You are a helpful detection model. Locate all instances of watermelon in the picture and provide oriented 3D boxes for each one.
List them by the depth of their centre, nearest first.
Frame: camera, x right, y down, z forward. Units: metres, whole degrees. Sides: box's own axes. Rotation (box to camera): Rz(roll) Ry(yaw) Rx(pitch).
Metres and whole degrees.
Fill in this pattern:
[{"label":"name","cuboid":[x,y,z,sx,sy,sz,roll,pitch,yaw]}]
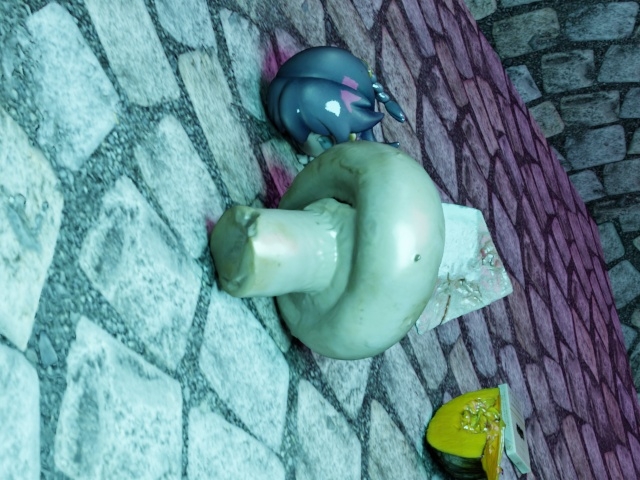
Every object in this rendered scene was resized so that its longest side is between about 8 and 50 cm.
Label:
[{"label":"watermelon","cuboid":[0.222,0.044,2.104,0.310,0.193,0.231,66,-2,-48]}]

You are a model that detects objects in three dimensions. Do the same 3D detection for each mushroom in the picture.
[{"label":"mushroom","cuboid":[0.000,0.000,1.464,0.290,0.292,0.292,10,58,-33]}]

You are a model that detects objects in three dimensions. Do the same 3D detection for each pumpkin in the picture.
[{"label":"pumpkin","cuboid":[0.248,0.369,1.930,0.278,0.111,0.163,-49,133,-68]}]

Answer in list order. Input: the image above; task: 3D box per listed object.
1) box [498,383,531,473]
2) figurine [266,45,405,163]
[{"label":"box","cuboid":[0.404,0.390,2.370,0.090,0.024,0.167,50,30,-42]},{"label":"figurine","cuboid":[0.026,-0.178,1.749,0.265,0.175,0.197,50,37,-58]}]
